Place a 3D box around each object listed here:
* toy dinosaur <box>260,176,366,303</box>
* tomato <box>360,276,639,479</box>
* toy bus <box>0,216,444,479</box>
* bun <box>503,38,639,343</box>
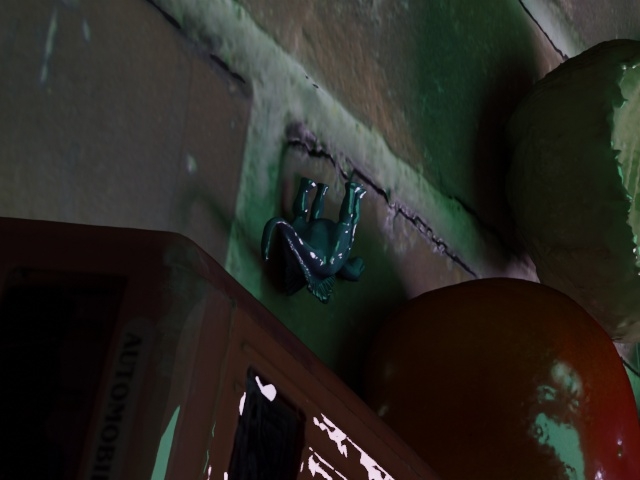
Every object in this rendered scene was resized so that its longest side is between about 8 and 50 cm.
[{"bbox_3d":[0.000,0.000,1.228,0.197,0.045,0.080,15,85,-72],"label":"toy dinosaur"},{"bbox_3d":[0.130,0.151,1.341,0.260,0.180,0.260,22,64,-56],"label":"tomato"},{"bbox_3d":[-0.063,0.156,0.894,0.427,0.233,0.203,47,49,-53],"label":"toy bus"},{"bbox_3d":[0.239,-0.043,1.591,0.259,0.152,0.259,20,65,-51],"label":"bun"}]
